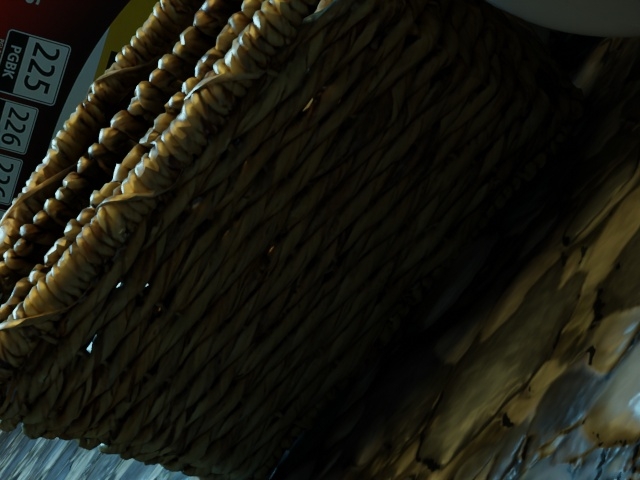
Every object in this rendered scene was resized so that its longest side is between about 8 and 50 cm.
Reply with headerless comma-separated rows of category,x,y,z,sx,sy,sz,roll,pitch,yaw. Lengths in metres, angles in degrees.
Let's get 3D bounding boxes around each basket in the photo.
basket,-0.063,-0.054,0.924,0.299,0.223,0.213,-50,50,15

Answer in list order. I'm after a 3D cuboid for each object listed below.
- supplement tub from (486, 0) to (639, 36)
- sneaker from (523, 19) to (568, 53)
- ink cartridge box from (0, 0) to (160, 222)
supplement tub,0.093,-0.252,0.815,0.241,0.241,0.331,-50,29,12
sneaker,0.100,-0.132,1.141,0.122,0.110,0.283,-35,6,-15
ink cartridge box,-0.108,-0.084,1.230,0.130,0.272,0.309,-130,56,-66
